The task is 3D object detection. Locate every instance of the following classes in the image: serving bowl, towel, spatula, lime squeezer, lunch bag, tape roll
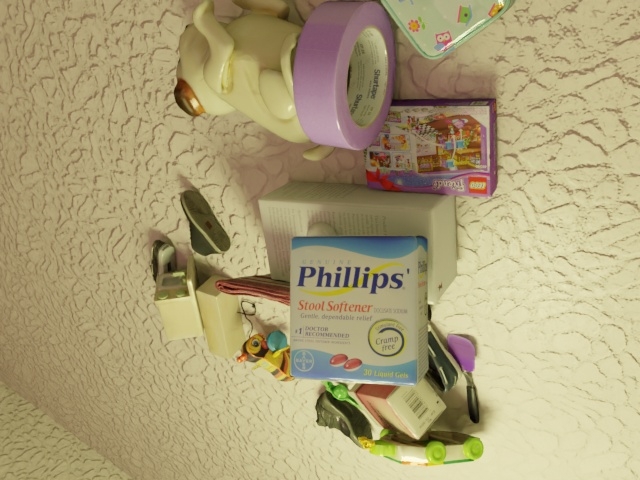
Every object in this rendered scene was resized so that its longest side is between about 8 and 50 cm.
[{"bbox_3d":[0.000,0.000,1.340,0.083,0.027,0.083,15,119,28],"label":"serving bowl"},{"bbox_3d":[-0.083,0.121,1.520,0.237,0.329,0.037,7,95,31],"label":"towel"},{"bbox_3d":[0.400,0.385,1.561,0.084,0.030,0.296,9,127,44],"label":"spatula"},{"bbox_3d":[0.067,0.450,1.828,0.110,0.059,0.310,-29,102,12],"label":"lime squeezer"},{"bbox_3d":[0.205,-0.490,1.046,0.224,0.108,0.279,-29,100,47],"label":"lunch bag"},{"bbox_3d":[0.054,-0.318,1.119,0.090,0.275,0.275,14,126,27],"label":"tape roll"}]

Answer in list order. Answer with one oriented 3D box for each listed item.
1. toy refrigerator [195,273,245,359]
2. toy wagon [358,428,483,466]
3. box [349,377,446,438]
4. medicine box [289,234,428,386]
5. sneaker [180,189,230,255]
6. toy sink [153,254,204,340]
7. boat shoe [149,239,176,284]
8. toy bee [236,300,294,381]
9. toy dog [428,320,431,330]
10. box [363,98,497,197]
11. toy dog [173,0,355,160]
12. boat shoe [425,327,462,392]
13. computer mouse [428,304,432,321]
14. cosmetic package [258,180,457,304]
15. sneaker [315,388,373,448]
[{"bbox_3d":[-0.331,0.254,1.916,0.094,0.102,0.269,14,127,26],"label":"toy refrigerator"},{"bbox_3d":[0.266,0.567,1.592,0.267,0.344,0.068,159,112,-66],"label":"toy wagon"},{"bbox_3d":[0.209,0.442,1.609,0.148,0.127,0.232,52,157,-7],"label":"box"},{"bbox_3d":[0.081,0.134,1.188,0.263,0.149,0.289,-1,90,18],"label":"medicine box"},{"bbox_3d":[-0.380,-0.043,1.759,0.118,0.083,0.222,-17,110,40],"label":"sneaker"},{"bbox_3d":[-0.466,0.187,1.894,0.131,0.153,0.234,-8,123,-6],"label":"toy sink"},{"bbox_3d":[-0.542,0.091,1.970,0.070,0.078,0.219,29,128,21],"label":"boat shoe"},{"bbox_3d":[-0.193,0.365,1.859,0.298,0.162,0.195,32,134,12],"label":"toy bee"},{"bbox_3d":[0.107,0.225,1.396,0.220,0.161,0.333,3,161,39],"label":"toy dog"},{"bbox_3d":[0.232,-0.204,1.257,0.293,0.057,0.201,8,122,30],"label":"box"},{"bbox_3d":[-0.136,-0.378,1.277,0.408,0.284,0.395,14,151,26],"label":"toy dog"},{"bbox_3d":[0.269,0.292,1.541,0.254,0.079,0.095,53,142,5],"label":"boat shoe"},{"bbox_3d":[0.225,0.111,1.497,0.071,0.041,0.242,-17,103,39],"label":"computer mouse"},{"bbox_3d":[0.088,-0.009,1.400,0.453,0.161,0.230,7,115,31],"label":"cosmetic package"},{"bbox_3d":[0.070,0.596,1.894,0.227,0.087,0.130,45,136,4],"label":"sneaker"}]
